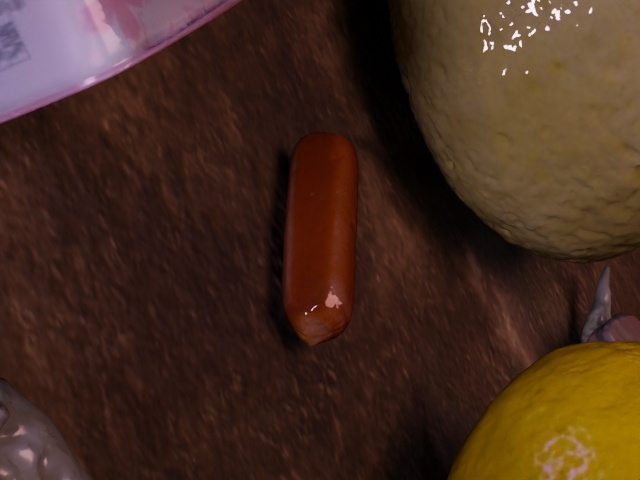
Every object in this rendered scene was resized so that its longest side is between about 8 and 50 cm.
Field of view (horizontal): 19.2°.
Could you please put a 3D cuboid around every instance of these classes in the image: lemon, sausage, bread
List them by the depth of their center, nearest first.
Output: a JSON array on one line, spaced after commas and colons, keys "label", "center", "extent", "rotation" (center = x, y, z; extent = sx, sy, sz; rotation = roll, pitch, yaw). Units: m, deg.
[{"label": "sausage", "center": [0.000, 0.000, 1.069], "extent": [0.039, 0.041, 0.131], "rotation": [71, 18, -54]}, {"label": "lemon", "center": [0.173, 0.170, 1.093], "extent": [0.219, 0.240, 0.240], "rotation": [52, 17, 29]}, {"label": "bread", "center": [0.177, -0.142, 1.289], "extent": [0.320, 0.237, 0.320], "rotation": [50, 20, -26]}]

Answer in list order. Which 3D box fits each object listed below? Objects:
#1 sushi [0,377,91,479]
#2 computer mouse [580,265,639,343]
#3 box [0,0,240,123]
[{"label": "sushi", "center": [-0.155, 0.140, 0.608], "extent": [0.124, 0.127, 0.225], "rotation": [59, 22, -21]}, {"label": "computer mouse", "center": [0.247, 0.184, 1.338], "extent": [0.199, 0.115, 0.389], "rotation": [43, 39, -48]}, {"label": "box", "center": [-0.163, -0.250, 0.847], "extent": [0.369, 0.112, 0.190], "rotation": [66, 27, -13]}]
